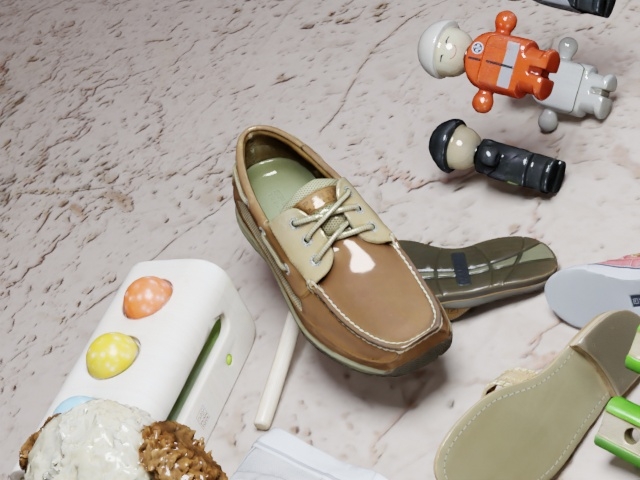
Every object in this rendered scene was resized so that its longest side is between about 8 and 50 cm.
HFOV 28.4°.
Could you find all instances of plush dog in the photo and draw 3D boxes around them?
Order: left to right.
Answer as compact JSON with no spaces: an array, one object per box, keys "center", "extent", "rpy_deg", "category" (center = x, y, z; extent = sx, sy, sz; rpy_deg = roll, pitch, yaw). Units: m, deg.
[{"center":[-0.180,0.238,1.003],"extent":[0.262,0.210,0.225],"rpy_deg":[1,84,35],"category":"plush dog"}]

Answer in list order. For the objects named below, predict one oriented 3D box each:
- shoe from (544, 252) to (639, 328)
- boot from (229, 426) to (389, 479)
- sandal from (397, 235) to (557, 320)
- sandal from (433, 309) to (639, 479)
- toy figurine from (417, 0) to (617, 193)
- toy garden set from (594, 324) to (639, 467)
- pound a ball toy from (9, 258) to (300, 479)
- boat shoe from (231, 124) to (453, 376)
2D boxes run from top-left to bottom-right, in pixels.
[{"center":[0.294,0.037,1.134],"extent":[0.178,0.063,0.081],"rpy_deg":[-6,17,46],"category":"shoe"},{"center":[0.002,0.249,1.046],"extent":[0.123,0.095,0.258],"rpy_deg":[-50,32,-19],"category":"boot"},{"center":[0.122,0.043,1.244],"extent":[0.219,0.060,0.090],"rpy_deg":[-8,44,3],"category":"sandal"},{"center":[0.179,0.145,1.079],"extent":[0.240,0.088,0.079],"rpy_deg":[-35,4,-22],"category":"sandal"},{"center":[0.206,-0.176,1.319],"extent":[0.148,0.213,0.209],"rpy_deg":[19,56,29],"category":"toy figurine"},{"center":[0.329,0.086,0.930],"extent":[0.203,0.049,0.244],"rpy_deg":[25,101,34],"category":"toy garden set"},{"center":[-0.142,0.125,1.241],"extent":[0.208,0.136,0.319],"rpy_deg":[-4,43,30],"category":"pound a ball toy"},{"center":[0.000,0.000,1.191],"extent":[0.122,0.120,0.324],"rpy_deg":[-32,46,-15],"category":"boat shoe"}]
